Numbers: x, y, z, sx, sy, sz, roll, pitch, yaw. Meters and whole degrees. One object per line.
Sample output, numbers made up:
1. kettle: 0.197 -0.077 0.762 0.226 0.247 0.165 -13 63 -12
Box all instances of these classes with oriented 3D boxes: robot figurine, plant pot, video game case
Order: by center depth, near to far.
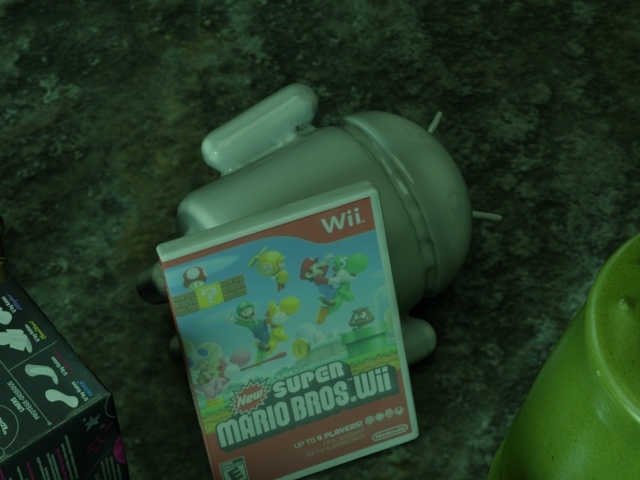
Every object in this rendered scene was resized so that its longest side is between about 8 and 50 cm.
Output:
1. plant pot: 0.331 0.165 1.621 0.366 0.353 0.366 -1 54 1
2. video game case: -0.024 0.097 1.728 0.204 0.285 0.025 -18 33 -10
3. robot figurine: 0.000 0.000 1.838 0.353 0.200 0.300 -27 95 -17

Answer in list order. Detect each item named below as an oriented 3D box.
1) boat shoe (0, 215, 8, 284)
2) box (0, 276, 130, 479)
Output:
1. boat shoe: -0.462 0.054 1.854 0.324 0.122 0.120 -13 94 -12
2. box: -0.274 0.183 1.686 0.142 0.247 0.163 -33 60 -21
